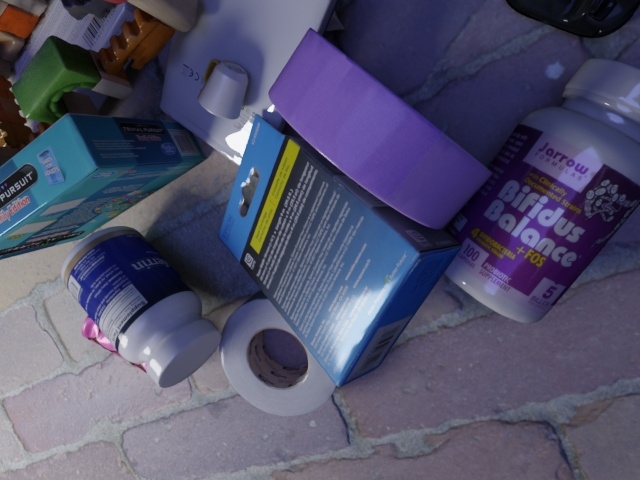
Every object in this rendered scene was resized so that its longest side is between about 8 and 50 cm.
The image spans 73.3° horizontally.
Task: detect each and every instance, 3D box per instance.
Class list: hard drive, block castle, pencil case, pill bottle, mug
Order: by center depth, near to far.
[{"bbox_3d":[0.293,-0.058,0.545,0.169,0.169,0.301,32,109,7],"label":"pill bottle"},{"bbox_3d":[-0.419,-0.306,0.578,0.453,0.213,0.303,-33,78,23],"label":"block castle"},{"bbox_3d":[-0.138,-0.218,0.603,0.078,0.062,0.064,33,123,-1],"label":"mug"},{"bbox_3d":[-0.117,-0.273,0.620,0.210,0.040,0.318,36,131,5],"label":"hard drive"},{"bbox_3d":[-0.301,0.111,0.735,0.265,0.153,0.153,42,111,17],"label":"pill bottle"},{"bbox_3d":[-0.356,0.186,0.829,0.209,0.095,0.098,23,143,8],"label":"pencil case"}]

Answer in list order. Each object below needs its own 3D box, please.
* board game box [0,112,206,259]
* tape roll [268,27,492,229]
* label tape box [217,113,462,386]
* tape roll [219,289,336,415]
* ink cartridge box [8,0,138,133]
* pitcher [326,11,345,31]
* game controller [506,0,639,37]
[{"bbox_3d":[-0.392,-0.079,0.689,0.336,0.254,0.079,-26,94,19],"label":"board game box"},{"bbox_3d":[0.074,-0.136,0.532,0.275,0.275,0.090,40,109,4],"label":"tape roll"},{"bbox_3d":[0.000,0.000,0.634,0.333,0.106,0.240,46,126,31],"label":"label tape box"},{"bbox_3d":[-0.064,0.192,0.757,0.219,0.072,0.219,4,105,15],"label":"tape roll"},{"bbox_3d":[-0.447,-0.348,0.742,0.296,0.066,0.261,-44,73,20],"label":"ink cartridge box"},{"bbox_3d":[-0.031,-0.410,0.584,0.178,0.125,0.207,17,118,12],"label":"pitcher"},{"bbox_3d":[0.361,-0.418,0.508,0.166,0.067,0.319,33,109,22],"label":"game controller"}]
